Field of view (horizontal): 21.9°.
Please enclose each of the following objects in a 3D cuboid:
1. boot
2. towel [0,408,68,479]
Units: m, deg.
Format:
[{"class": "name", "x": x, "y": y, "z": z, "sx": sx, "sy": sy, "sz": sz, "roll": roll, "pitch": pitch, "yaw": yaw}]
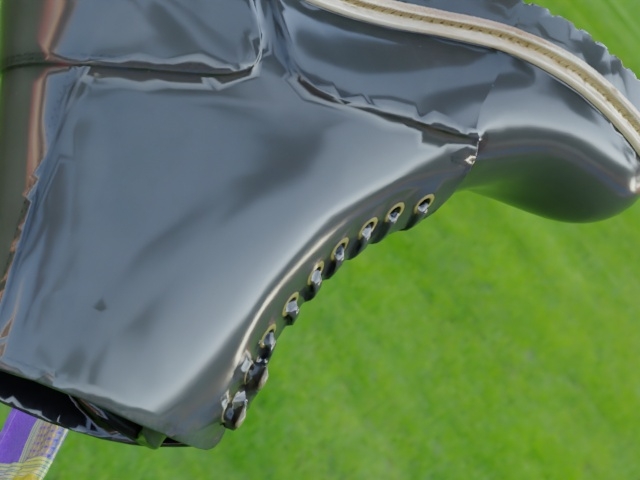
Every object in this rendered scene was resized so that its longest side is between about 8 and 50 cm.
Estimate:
[{"class": "boot", "x": 0.000, "y": 0.000, "z": 0.414, "sx": 0.198, "sy": 0.077, "sz": 0.137, "roll": 18, "pitch": 72, "yaw": -28}, {"class": "towel", "x": -0.117, "y": 0.082, "z": 0.643, "sx": 0.009, "sy": 0.060, "sz": 0.083, "roll": 36, "pitch": 66, "yaw": -22}]
